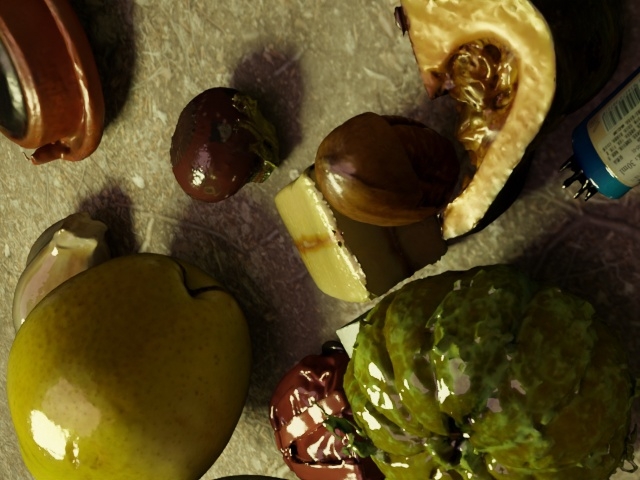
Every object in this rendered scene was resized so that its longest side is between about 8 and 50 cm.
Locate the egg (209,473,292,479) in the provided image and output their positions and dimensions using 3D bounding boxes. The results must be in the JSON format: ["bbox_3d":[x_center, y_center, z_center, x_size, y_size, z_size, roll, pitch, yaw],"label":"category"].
[{"bbox_3d":[-0.061,0.527,1.174,0.428,0.345,0.345,40,138,-9],"label":"egg"}]

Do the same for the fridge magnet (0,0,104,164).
[{"bbox_3d":[-0.466,-0.291,1.293,0.364,0.155,0.363,34,140,35],"label":"fridge magnet"}]

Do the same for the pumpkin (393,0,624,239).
[{"bbox_3d":[0.153,-0.154,0.783,0.190,0.139,0.280,42,131,15],"label":"pumpkin"}]

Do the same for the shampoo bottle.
[{"bbox_3d":[0.288,-0.103,0.734,0.183,0.050,0.087,-50,46,46],"label":"shampoo bottle"}]

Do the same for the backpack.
[{"bbox_3d":[0.018,0.262,1.128,0.229,0.139,0.229,21,123,36],"label":"backpack"}]

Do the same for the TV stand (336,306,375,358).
[{"bbox_3d":[0.132,0.206,1.033,0.088,0.083,0.269,-28,90,50],"label":"TV stand"}]

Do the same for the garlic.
[{"bbox_3d":[-0.414,0.123,1.487,0.246,0.231,0.340,-31,108,5],"label":"garlic"}]

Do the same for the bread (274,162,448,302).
[{"bbox_3d":[-0.001,0.001,0.996,0.264,0.163,0.167,-25,92,48],"label":"bread"}]

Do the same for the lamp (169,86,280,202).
[{"bbox_3d":[-0.126,-0.123,1.085,0.157,0.135,0.156,31,103,63],"label":"lamp"}]

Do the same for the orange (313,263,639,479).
[{"bbox_3d":[0.175,0.148,0.853,0.300,0.223,0.301,34,134,-2],"label":"orange"}]

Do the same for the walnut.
[{"bbox_3d":[0.076,-0.070,0.835,0.116,0.207,0.115,-7,80,41],"label":"walnut"}]

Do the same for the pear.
[{"bbox_3d":[-0.289,0.215,1.233,0.362,0.362,0.418,39,111,23],"label":"pear"}]
